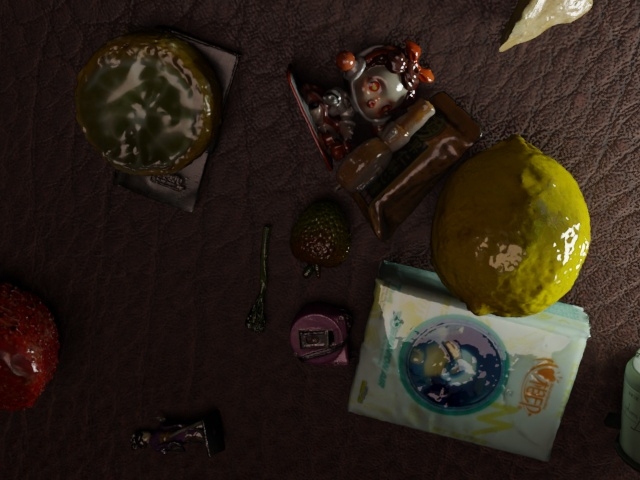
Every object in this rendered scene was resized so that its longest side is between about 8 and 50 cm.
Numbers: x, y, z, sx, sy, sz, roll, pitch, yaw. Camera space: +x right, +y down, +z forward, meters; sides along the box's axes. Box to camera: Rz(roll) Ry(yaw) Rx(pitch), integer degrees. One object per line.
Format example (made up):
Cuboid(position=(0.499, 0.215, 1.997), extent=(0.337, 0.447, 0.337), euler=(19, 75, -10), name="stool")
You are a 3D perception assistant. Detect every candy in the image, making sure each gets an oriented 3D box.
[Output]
Cuboid(position=(-0.297, -0.237, 1.805), extent=(0.260, 0.118, 0.260), euler=(3, 110, 8), name="candy")
Cuboid(position=(0.163, -0.136, 1.821), extent=(0.271, 0.101, 0.143), euler=(-48, 53, 20), name="candy")

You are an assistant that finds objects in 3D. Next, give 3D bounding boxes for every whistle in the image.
Cuboid(position=(0.106, -0.154, 1.756), extent=(0.220, 0.107, 0.057), euler=(-44, 76, 1), name="whistle")

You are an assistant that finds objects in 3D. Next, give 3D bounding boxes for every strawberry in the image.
Cuboid(position=(-0.629, 0.210, 1.990), extent=(0.261, 0.257, 0.261), euler=(1, 117, 1), name="strawberry")

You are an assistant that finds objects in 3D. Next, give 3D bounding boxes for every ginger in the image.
Cuboid(position=(0.377, -0.380, 1.710), extent=(0.122, 0.115, 0.193), euler=(23, 124, -18), name="ginger")

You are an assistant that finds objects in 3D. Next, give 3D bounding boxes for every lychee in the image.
Cuboid(position=(0.000, 0.000, 1.893), extent=(0.114, 0.114, 0.146), euler=(10, 88, 4), name="lychee")

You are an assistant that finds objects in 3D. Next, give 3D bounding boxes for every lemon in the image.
Cuboid(position=(0.320, -0.021, 1.756), extent=(0.268, 0.268, 0.322), euler=(20, 84, 0), name="lemon")

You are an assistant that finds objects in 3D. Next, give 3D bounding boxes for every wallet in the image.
Cuboid(position=(-0.264, -0.217, 1.883), extent=(0.169, 0.044, 0.317), euler=(21, 110, 3), name="wallet")

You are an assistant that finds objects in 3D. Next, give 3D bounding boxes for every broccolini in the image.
Cuboid(position=(-0.109, 0.077, 1.974), extent=(0.044, 0.042, 0.218), euler=(11, 109, 3), name="broccolini")

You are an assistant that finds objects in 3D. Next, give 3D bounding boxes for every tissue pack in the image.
Cuboid(position=(0.265, 0.221, 1.910), extent=(0.388, 0.162, 0.287), euler=(13, 111, 4), name="tissue pack")

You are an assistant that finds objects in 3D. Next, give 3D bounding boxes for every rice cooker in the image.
Cuboid(position=(0.653, 0.322, 1.854), extent=(0.280, 0.241, 0.227), euler=(8, 109, 25), name="rice cooker")

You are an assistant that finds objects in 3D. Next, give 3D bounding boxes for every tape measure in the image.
Cuboid(position=(0.004, 0.180, 1.977), extent=(0.125, 0.074, 0.118), euler=(-4, 108, 7), name="tape measure")

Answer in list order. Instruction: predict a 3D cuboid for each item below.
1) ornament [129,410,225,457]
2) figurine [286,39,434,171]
Cuboid(position=(-0.300, 0.389, 2.098), extent=(0.203, 0.088, 0.081), euler=(-3, 90, 21), name="ornament")
Cuboid(position=(0.081, -0.256, 1.777), extent=(0.226, 0.160, 0.183), euler=(-23, 107, 7), name="figurine")
